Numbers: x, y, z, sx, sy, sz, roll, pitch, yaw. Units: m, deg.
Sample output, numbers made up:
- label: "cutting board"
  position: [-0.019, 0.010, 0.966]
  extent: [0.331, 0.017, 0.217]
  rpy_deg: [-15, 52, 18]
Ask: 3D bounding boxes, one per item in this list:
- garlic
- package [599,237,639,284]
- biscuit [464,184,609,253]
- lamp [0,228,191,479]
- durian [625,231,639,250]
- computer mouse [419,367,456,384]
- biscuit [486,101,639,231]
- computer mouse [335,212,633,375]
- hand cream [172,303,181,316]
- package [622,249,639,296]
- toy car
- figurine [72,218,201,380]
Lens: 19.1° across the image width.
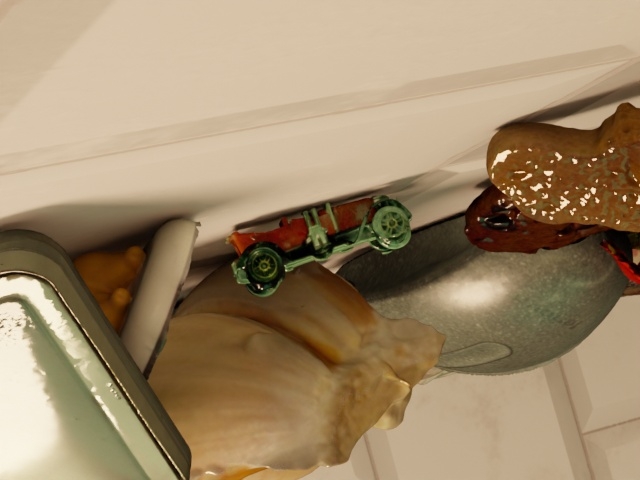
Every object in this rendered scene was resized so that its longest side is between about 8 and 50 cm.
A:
- label: "garlic"
  position: [-0.066, 0.140, 1.612]
  extent: [0.249, 0.286, 0.313]
  rpy_deg: [37, 149, -19]
- label: "package"
  position: [0.476, -0.018, 1.670]
  extent: [0.423, 0.123, 0.196]
  rpy_deg: [-23, -159, -5]
- label: "biscuit"
  position: [0.214, -0.032, 1.619]
  extent: [0.192, 0.049, 0.192]
  rpy_deg: [-14, 160, -5]
- label: "lamp"
  position: [-0.249, 0.117, 1.260]
  extent: [0.266, 0.047, 0.269]
  rpy_deg: [-16, 135, 10]
- label: "durian"
  position: [0.361, -0.047, 1.836]
  extent: [0.252, 0.144, 0.139]
  rpy_deg: [-19, -147, -24]
- label: "computer mouse"
  position: [0.122, 0.109, 2.156]
  extent: [0.199, 0.115, 0.389]
  rpy_deg: [-7, -176, -41]
- label: "biscuit"
  position: [0.273, -0.053, 1.287]
  extent: [0.319, 0.183, 0.047]
  rpy_deg: [-6, -140, 20]
- label: "computer mouse"
  position: [0.142, 0.064, 1.854]
  extent: [0.203, 0.114, 0.374]
  rpy_deg: [20, 152, -31]
- label: "hand cream"
  position: [-0.169, 0.107, 2.015]
  extent: [0.085, 0.058, 0.331]
  rpy_deg: [-48, -170, -23]
- label: "package"
  position: [0.308, 0.014, 2.089]
  extent: [0.288, 0.108, 0.223]
  rpy_deg: [-14, 172, 12]
- label: "toy car"
  position: [0.000, 0.000, 1.467]
  extent: [0.143, 0.054, 0.073]
  rpy_deg: [-19, 175, -5]
- label: "figurine"
  position: [-0.186, 0.051, 1.369]
  extent: [0.141, 0.167, 0.250]
  rpy_deg: [21, 137, -8]
